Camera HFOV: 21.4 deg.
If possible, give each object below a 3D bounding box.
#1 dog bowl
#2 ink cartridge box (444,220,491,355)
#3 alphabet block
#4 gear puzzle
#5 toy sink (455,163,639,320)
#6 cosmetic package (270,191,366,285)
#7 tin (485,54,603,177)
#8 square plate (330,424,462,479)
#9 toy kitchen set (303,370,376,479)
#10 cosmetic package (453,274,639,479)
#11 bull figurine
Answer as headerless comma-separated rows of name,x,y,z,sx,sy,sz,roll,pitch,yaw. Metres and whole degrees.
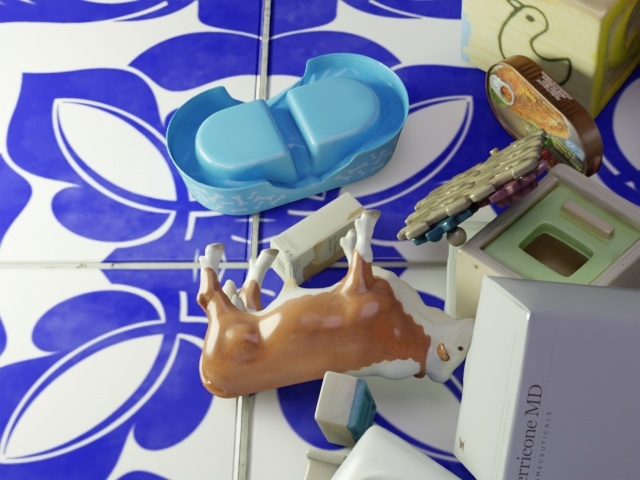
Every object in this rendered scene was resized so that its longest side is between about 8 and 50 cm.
dog bowl,-0.037,-0.124,2.043,0.297,0.074,0.166,-18,54,-10
ink cartridge box,0.214,0.055,1.922,0.145,0.045,0.179,1,44,4
alphabet block,0.306,-0.302,2.093,0.197,0.192,0.193,28,61,23
gear puzzle,0.186,-0.058,1.891,0.175,0.339,0.044,-30,95,15
toy sink,0.279,0.019,1.831,0.234,0.131,0.153,-37,55,-27
cosmetic package,0.000,0.000,1.955,0.115,0.060,0.041,-33,59,-19
tin,0.268,-0.145,2.027,0.040,0.106,0.190,-25,56,-25
square plate,0.065,0.372,1.546,0.347,0.049,0.344,28,75,38
toy kitchen set,0.066,0.263,1.738,0.166,0.122,0.207,12,74,11
cosmetic package,0.334,0.155,1.659,0.365,0.197,0.155,4,12,-14
bull figurine,0.011,0.079,1.832,0.310,0.101,0.188,-10,73,8
